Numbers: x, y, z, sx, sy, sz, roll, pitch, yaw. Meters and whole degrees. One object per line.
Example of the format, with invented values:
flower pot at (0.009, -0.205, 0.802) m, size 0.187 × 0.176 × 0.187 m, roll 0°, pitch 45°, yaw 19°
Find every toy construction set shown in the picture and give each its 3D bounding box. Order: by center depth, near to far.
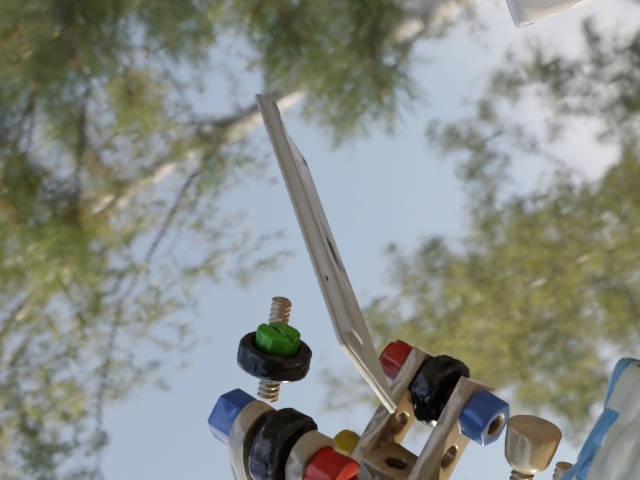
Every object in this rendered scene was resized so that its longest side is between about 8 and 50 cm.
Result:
toy construction set at (0.051, 0.222, 1.153) m, size 0.257 × 0.309 × 0.237 m, roll -47°, pitch -30°, yaw -69°

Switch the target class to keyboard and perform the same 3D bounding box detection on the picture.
keyboard at (0.000, 0.000, 0.954) m, size 0.256 × 0.014 × 0.072 m, roll -109°, pitch -7°, yaw -50°

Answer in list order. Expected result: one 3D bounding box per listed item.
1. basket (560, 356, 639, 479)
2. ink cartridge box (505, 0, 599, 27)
basket at (0.233, 0.161, 0.600) m, size 0.255 × 0.289 × 0.201 m, roll 23°, pitch -93°, yaw -17°
ink cartridge box at (0.238, -0.264, 1.039) m, size 0.197 × 0.273 × 0.114 m, roll -88°, pitch -21°, yaw -65°
